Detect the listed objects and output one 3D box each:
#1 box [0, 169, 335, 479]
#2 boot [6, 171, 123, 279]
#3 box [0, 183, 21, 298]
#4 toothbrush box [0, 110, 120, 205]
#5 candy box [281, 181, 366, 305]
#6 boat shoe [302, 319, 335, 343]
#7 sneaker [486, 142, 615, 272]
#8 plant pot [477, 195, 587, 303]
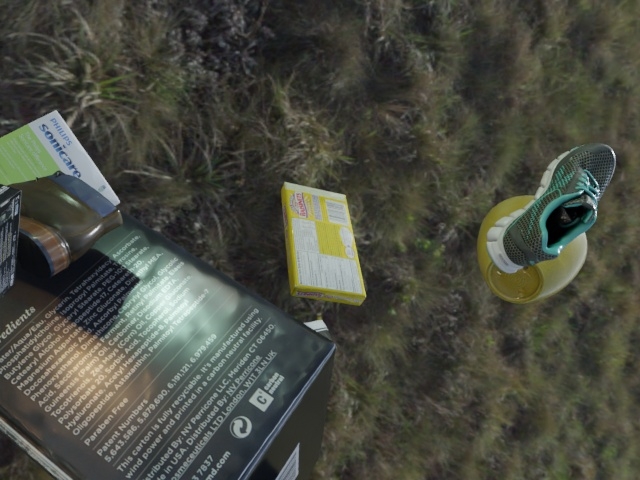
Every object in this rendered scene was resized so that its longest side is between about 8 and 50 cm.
[{"bbox_3d":[-0.257,0.237,0.825,0.297,0.471,0.480,-51,161,-31],"label":"box"},{"bbox_3d":[-0.335,-0.035,0.653,0.106,0.219,0.082,-38,146,-43],"label":"boot"},{"bbox_3d":[-0.227,0.012,0.374,0.018,0.067,0.083,18,119,-5],"label":"box"},{"bbox_3d":[-0.563,-0.077,1.046,0.283,0.122,0.206,-40,109,-28],"label":"toothbrush box"},{"bbox_3d":[0.000,0.000,0.819,0.105,0.206,0.027,9,135,-18],"label":"candy box"},{"bbox_3d":[-0.027,0.186,0.954,0.077,0.070,0.219,-42,165,19],"label":"boat shoe"},{"bbox_3d":[0.232,-0.032,0.520,0.065,0.076,0.166,47,75,-9],"label":"sneaker"},{"bbox_3d":[0.250,0.024,0.694,0.095,0.134,0.134,-41,126,-48],"label":"plant pot"}]
